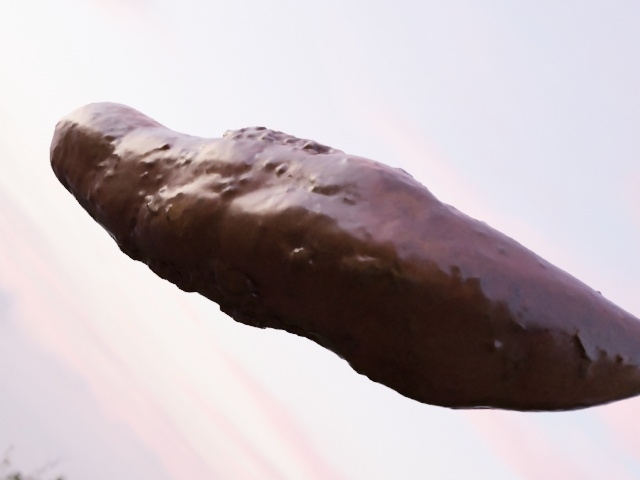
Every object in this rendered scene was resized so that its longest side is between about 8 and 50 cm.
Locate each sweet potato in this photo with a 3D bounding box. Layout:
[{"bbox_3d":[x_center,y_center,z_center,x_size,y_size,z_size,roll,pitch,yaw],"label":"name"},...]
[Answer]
[{"bbox_3d":[-0.004,0.002,0.677,0.355,0.095,0.106,20,12,26],"label":"sweet potato"}]
